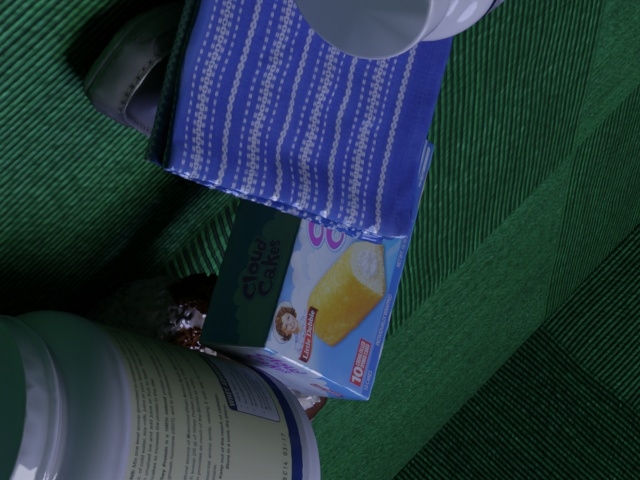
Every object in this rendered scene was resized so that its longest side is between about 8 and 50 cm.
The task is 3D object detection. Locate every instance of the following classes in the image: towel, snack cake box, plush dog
[{"bbox_3d":[0.003,-0.137,1.443,0.336,0.040,0.243,17,87,-55],"label":"towel"},{"bbox_3d":[0.000,0.000,1.680,0.152,0.089,0.264,31,69,-44],"label":"snack cake box"},{"bbox_3d":[-0.148,0.114,1.769,0.262,0.210,0.225,-32,145,0],"label":"plush dog"}]

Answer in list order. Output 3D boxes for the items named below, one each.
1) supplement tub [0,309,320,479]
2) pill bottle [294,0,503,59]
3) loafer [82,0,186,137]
[{"bbox_3d":[-0.184,0.192,1.529,0.325,0.235,0.235,21,113,-44],"label":"supplement tub"},{"bbox_3d":[0.095,-0.245,1.392,0.265,0.153,0.153,-39,163,-47],"label":"pill bottle"},{"bbox_3d":[-0.080,-0.119,1.451,0.112,0.111,0.319,-53,164,18],"label":"loafer"}]
